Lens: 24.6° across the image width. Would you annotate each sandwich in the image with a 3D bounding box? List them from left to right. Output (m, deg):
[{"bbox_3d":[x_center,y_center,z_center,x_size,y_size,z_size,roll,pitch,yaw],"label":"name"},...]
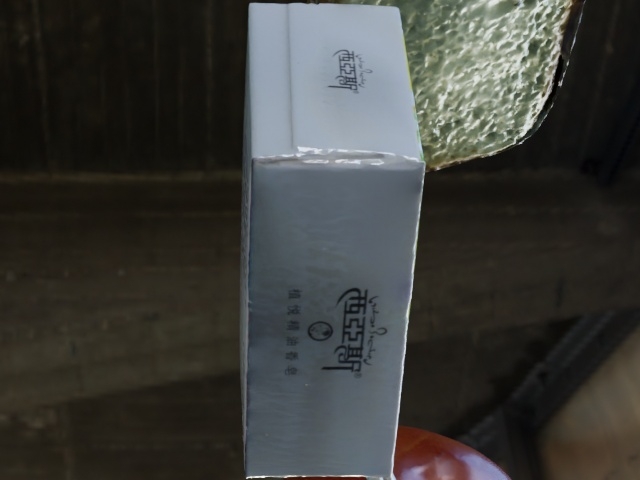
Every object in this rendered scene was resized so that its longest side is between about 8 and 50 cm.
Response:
[{"bbox_3d":[0.095,-0.185,1.226,0.271,0.099,0.301,-17,-38,-24],"label":"sandwich"}]

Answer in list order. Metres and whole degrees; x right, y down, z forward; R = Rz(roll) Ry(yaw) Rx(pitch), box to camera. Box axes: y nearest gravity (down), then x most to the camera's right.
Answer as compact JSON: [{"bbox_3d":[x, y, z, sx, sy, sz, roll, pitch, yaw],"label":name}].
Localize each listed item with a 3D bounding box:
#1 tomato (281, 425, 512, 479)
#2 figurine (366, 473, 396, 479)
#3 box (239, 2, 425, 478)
[{"bbox_3d":[0.070,0.367,1.516,0.341,0.341,0.272,26,-23,-26],"label":"tomato"},{"bbox_3d":[0.077,0.285,1.317,0.083,0.187,0.083,-14,-3,-1],"label":"figurine"},{"bbox_3d":[0.000,0.000,0.970,0.111,0.194,0.260,-1,-53,-2],"label":"box"}]
